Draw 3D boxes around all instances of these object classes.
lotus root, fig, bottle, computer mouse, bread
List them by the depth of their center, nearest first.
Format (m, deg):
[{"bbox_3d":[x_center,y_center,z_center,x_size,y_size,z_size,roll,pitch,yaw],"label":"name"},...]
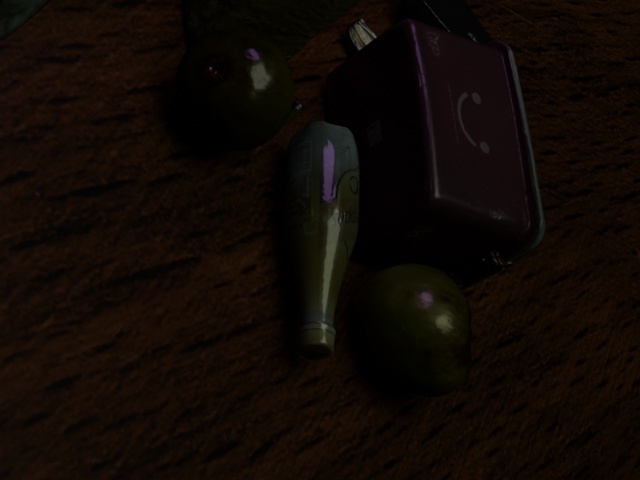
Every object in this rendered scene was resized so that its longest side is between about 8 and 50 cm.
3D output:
[{"bbox_3d":[0.000,0.000,1.414,0.083,0.083,0.270,29,49,-38],"label":"bottle"},{"bbox_3d":[-0.072,-0.148,1.425,0.236,0.124,0.124,20,49,-74],"label":"fig"},{"bbox_3d":[-0.044,-0.274,1.438,0.138,0.196,0.102,8,59,-43],"label":"bread"},{"bbox_3d":[0.109,0.095,1.455,0.136,0.121,0.153,76,-13,-59],"label":"fig"},{"bbox_3d":[0.060,-0.236,1.682,0.083,0.030,0.037,47,70,-17],"label":"lotus root"},{"bbox_3d":[0.183,-0.255,1.809,0.217,0.073,0.122,54,34,-1],"label":"computer mouse"}]

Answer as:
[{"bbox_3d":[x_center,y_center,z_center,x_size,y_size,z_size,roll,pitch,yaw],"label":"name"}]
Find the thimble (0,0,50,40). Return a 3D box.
[{"bbox_3d":[-0.308,-0.265,1.114,0.211,0.185,0.149,37,40,-8],"label":"thimble"}]

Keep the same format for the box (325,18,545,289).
[{"bbox_3d":[0.121,-0.101,1.548,0.167,0.193,0.294,15,57,-36],"label":"box"}]
